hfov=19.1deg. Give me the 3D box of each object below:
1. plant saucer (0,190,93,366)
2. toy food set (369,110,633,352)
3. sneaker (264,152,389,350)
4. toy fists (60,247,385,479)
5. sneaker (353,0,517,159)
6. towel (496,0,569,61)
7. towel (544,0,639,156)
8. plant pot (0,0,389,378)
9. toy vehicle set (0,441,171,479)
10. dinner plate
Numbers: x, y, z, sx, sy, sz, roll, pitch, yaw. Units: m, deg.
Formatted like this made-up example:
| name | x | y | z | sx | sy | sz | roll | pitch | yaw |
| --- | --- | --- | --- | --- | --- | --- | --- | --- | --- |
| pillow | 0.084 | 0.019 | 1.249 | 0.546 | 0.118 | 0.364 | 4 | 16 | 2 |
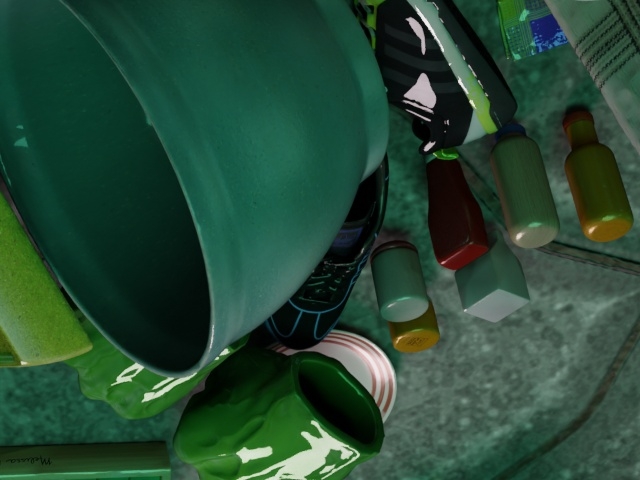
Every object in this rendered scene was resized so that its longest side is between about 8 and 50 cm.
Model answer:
| name | x | y | z | sx | sy | sz | roll | pitch | yaw |
| --- | --- | --- | --- | --- | --- | --- | --- | --- | --- |
| plant saucer | -0.286 | 0.031 | 1.380 | 0.188 | 0.045 | 0.188 | -2 | 133 | 28 |
| toy food set | 0.121 | -0.013 | 1.488 | 0.111 | 0.104 | 0.232 | 19 | 138 | -40 |
| sneaker | 0.000 | 0.000 | 1.448 | 0.081 | 0.090 | 0.232 | 1 | 123 | -13 |
| toy fists | -0.085 | 0.107 | 1.486 | 0.142 | 0.096 | 0.279 | -34 | 120 | 31 |
| sneaker | 0.056 | -0.140 | 1.368 | 0.097 | 0.084 | 0.235 | -31 | 126 | 11 |
| towel | 0.175 | -0.169 | 1.420 | 0.083 | 0.009 | 0.060 | -17 | 128 | -1 |
| towel | 0.273 | -0.192 | 1.204 | 0.056 | 0.324 | 0.312 | 2 | 142 | -35 |
| plant pot | -0.079 | -0.080 | 1.282 | 0.196 | 0.293 | 0.293 | -28 | 132 | -26 |
| toy vehicle set | -0.265 | 0.247 | 1.601 | 0.267 | 0.035 | 0.166 | -1 | 125 | -12 |
| dinner plate | -0.006 | 0.127 | 1.587 | 0.141 | 0.017 | 0.141 | -7 | 127 | -9 |
